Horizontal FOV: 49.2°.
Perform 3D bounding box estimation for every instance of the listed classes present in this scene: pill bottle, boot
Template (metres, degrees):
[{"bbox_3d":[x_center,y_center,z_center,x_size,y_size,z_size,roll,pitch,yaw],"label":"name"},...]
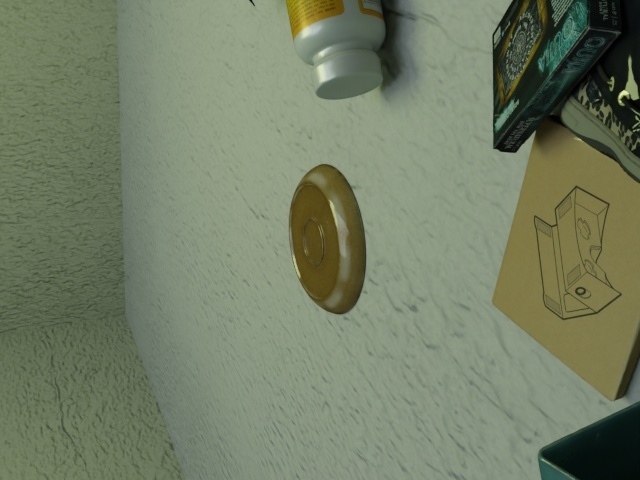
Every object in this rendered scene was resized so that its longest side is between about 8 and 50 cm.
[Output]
[{"bbox_3d":[0.017,-0.290,0.873,0.117,0.117,0.209,155,106,-64],"label":"pill bottle"},{"bbox_3d":[0.248,-0.124,0.439,0.236,0.085,0.179,-118,31,-59],"label":"boot"}]

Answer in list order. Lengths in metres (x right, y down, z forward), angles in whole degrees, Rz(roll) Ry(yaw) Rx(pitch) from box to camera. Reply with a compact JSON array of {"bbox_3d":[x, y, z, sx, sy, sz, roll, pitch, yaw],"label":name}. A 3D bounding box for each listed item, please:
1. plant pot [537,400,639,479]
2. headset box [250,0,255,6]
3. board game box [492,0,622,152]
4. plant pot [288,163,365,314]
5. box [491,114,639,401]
[{"bbox_3d":[0.262,0.241,0.444,0.165,0.165,0.235,25,127,61],"label":"plant pot"},{"bbox_3d":[-0.119,-0.485,0.999,0.246,0.131,0.283,-96,6,-78],"label":"headset box"},{"bbox_3d":[0.182,-0.167,0.565,0.186,0.026,0.126,110,165,-71],"label":"board game box"},{"bbox_3d":[0.000,0.000,1.091,0.236,0.032,0.237,25,118,61],"label":"plant pot"},{"bbox_3d":[0.228,0.011,0.613,0.164,0.021,0.201,-133,43,-52],"label":"box"}]
